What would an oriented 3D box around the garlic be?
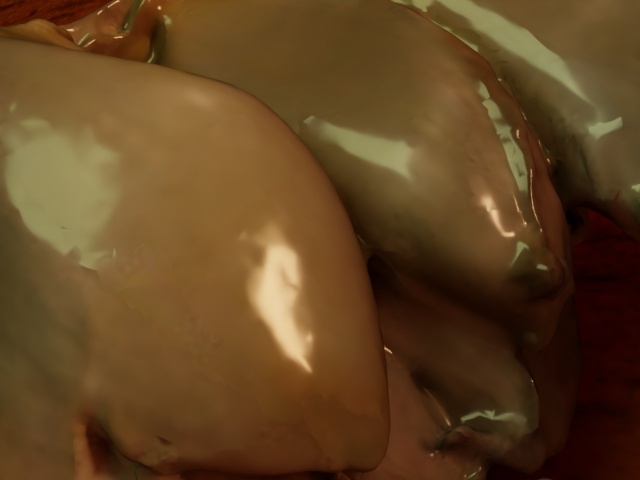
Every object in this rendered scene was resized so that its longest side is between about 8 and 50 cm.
[{"bbox_3d":[-0.005,0.014,0.412,0.281,0.184,0.203,-32,54,-33],"label":"garlic"}]
